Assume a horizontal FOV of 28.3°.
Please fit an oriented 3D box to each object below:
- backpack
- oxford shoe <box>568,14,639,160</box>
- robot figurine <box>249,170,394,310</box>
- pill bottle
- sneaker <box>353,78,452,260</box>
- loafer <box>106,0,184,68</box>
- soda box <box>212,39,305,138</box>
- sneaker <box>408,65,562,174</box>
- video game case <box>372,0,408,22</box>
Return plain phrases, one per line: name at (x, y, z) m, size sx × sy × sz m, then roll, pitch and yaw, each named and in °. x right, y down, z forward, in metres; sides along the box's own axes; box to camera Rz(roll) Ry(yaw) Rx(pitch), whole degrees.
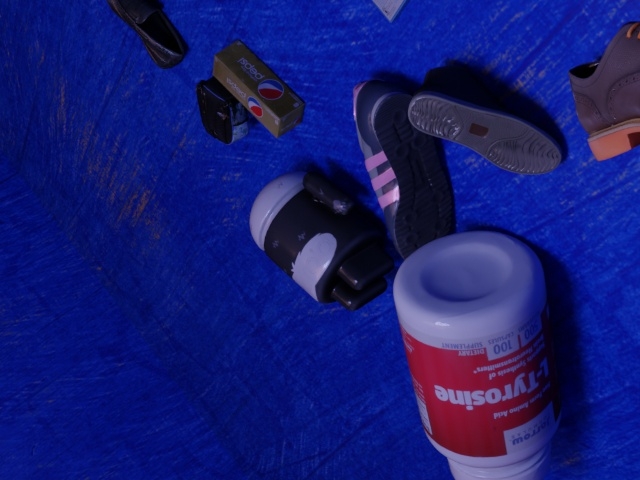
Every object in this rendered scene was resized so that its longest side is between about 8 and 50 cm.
backpack at (-0.170, -0.241, 2.343) m, size 0.105 × 0.084 × 0.114 m, roll 36°, pitch 143°, yaw 34°
oxford shoe at (0.390, -0.198, 1.426) m, size 0.133 × 0.130 × 0.363 m, roll 61°, pitch 154°, yaw 1°
robot figurine at (0.002, -0.002, 2.250) m, size 0.278 × 0.209 × 0.173 m, roll 41°, pitch -167°, yaw 24°
pill bottle at (0.257, 0.205, 1.998) m, size 0.229 × 0.229 × 0.408 m, roll 27°, pitch 143°, yaw 43°
sneaker at (0.126, -0.115, 2.009) m, size 0.131 × 0.112 × 0.319 m, roll 48°, pitch 156°, yaw 53°
loafer at (-0.333, -0.429, 2.413) m, size 0.223 × 0.076 × 0.078 m, roll 54°, pitch 149°, yaw -9°
soda box at (-0.111, -0.268, 2.240) m, size 0.181 × 0.061 × 0.058 m, roll 45°, pitch 153°, yaw 19°
sneaker at (0.238, -0.177, 1.769) m, size 0.222 × 0.118 × 0.083 m, roll 24°, pitch 129°, yaw 0°
video game case at (0.073, -0.407, 1.826) m, size 0.166 × 0.015 × 0.119 m, roll 51°, pitch 154°, yaw 6°
